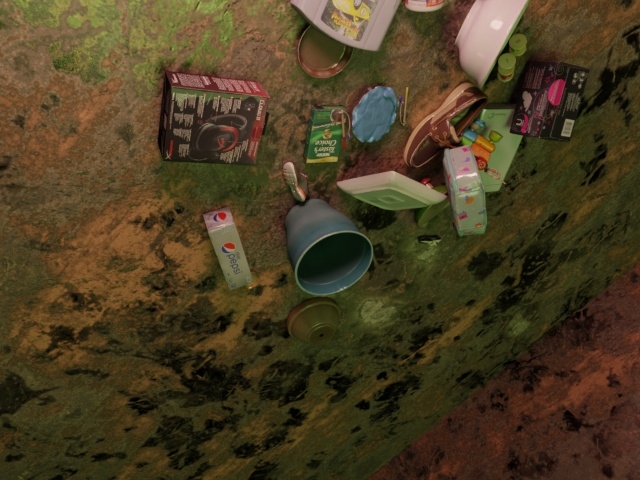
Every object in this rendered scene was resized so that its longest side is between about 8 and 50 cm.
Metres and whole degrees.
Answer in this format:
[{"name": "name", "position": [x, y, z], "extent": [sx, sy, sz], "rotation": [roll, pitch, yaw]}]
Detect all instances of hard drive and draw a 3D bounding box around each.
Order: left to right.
[{"name": "hard drive", "position": [0.626, -0.333, 1.965], "extent": [0.233, 0.047, 0.353], "rotation": [-6, 130, -22]}]

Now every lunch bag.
[{"name": "lunch bag", "position": [0.477, -0.163, 1.770], "extent": [0.108, 0.224, 0.279], "rotation": [-11, 131, 10]}]

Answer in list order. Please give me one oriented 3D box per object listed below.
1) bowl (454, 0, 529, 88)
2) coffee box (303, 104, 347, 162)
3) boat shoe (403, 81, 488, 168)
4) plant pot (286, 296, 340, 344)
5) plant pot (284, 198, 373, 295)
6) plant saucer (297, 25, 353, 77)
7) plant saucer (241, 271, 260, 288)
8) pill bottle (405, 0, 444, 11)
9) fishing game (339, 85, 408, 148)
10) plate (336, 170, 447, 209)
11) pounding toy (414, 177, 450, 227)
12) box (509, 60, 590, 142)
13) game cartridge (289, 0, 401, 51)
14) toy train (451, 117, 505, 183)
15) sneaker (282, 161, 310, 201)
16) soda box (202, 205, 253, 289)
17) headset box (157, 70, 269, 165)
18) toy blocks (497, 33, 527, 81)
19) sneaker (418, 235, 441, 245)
[{"name": "bowl", "position": [0.485, -0.609, 1.548], "extent": [0.298, 0.134, 0.298], "rotation": [-58, 171, -14]}, {"name": "coffee box", "position": [0.014, -0.330, 1.658], "extent": [0.113, 0.040, 0.184], "rotation": [-5, 130, -23]}, {"name": "boat shoe", "position": [0.420, -0.366, 1.776], "extent": [0.342, 0.123, 0.123], "rotation": [-46, 133, 16]}, {"name": "plant pot", "position": [-0.015, 0.355, 2.197], "extent": [0.237, 0.109, 0.237], "rotation": [-13, 133, -15]}, {"name": "plant pot", "position": [0.000, 0.000, 1.789], "extent": [0.272, 0.255, 0.271], "rotation": [-15, 134, -16]}, {"name": "plant saucer", "position": [0.012, -0.540, 1.483], "extent": [0.168, 0.029, 0.168], "rotation": [-14, 133, -15]}, {"name": "plant saucer", "position": [-0.264, 0.144, 1.950], "extent": [0.083, 0.015, 0.083], "rotation": [-14, 132, -16]}, {"name": "pill bottle", "position": [0.280, -0.720, 1.405], "extent": [0.108, 0.108, 0.193], "rotation": [-18, 134, -12]}, {"name": "fishing game", "position": [0.167, -0.399, 1.673], "extent": [0.264, 0.041, 0.189], "rotation": [-27, 136, -21]}, {"name": "plate", "position": [0.236, -0.154, 1.791], "extent": [0.277, 0.278, 0.045], "rotation": [17, 78, -37]}, {"name": "pounding toy", "position": [0.397, -0.152, 1.988], "extent": [0.183, 0.110, 0.237], "rotation": [-43, 162, 2]}, {"name": "box", "position": [0.776, -0.472, 1.807], "extent": [0.163, 0.142, 0.247], "rotation": [0, 109, -28]}, {"name": "game cartridge", "position": [0.072, -0.625, 1.398], "extent": [0.294, 0.060, 0.196], "rotation": [14, 113, -35]}, {"name": "toy train", "position": [0.581, -0.316, 1.839], "extent": [0.248, 0.105, 0.143], "rotation": [29, 113, -9]}, {"name": "sneaker", "position": [-0.074, -0.202, 1.730], "extent": [0.065, 0.061, 0.158], "rotation": [-46, 141, -23]}, {"name": "soda box", "position": [-0.305, 0.030, 1.770], "extent": [0.091, 0.098, 0.286], "rotation": [-19, 134, -9]}, {"name": "headset box", "position": [-0.282, -0.328, 1.459], "extent": [0.293, 0.110, 0.218], "rotation": [-2, 129, -26]}, {"name": "toy blocks", "position": [0.620, -0.583, 1.724], "extent": [0.123, 0.054, 0.148], "rotation": [-61, 163, 3]}, {"name": "sneaker", "position": [0.444, 0.006, 2.174], "extent": [0.109, 0.040, 0.043], "rotation": [0, 130, -27]}]
